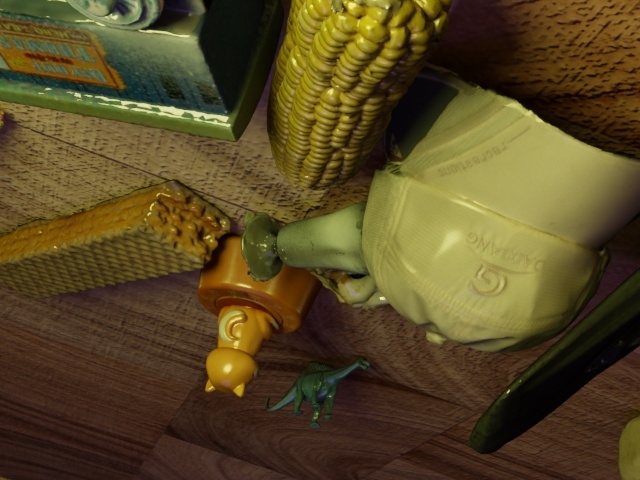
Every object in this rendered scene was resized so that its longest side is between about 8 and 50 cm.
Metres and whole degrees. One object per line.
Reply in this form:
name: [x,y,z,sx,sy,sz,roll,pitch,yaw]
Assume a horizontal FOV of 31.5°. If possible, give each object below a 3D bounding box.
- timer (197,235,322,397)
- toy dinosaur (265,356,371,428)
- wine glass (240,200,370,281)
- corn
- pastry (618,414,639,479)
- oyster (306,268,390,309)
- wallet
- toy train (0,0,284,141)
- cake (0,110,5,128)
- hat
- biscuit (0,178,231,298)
timer: [-0.079,0.091,1.178,0.132,0.152,0.132,14,155,6]
toy dinosaur: [-0.008,0.192,1.433,0.045,0.080,0.197,37,137,-26]
wine glass: [0.000,0.000,1.043,0.155,0.072,0.072,-5,148,40]
corn: [0.017,-0.111,0.764,0.101,0.101,0.292,17,157,-2]
pastry: [0.417,0.253,1.290,0.156,0.092,0.156,8,149,5]
oyster: [0.064,0.039,1.110,0.121,0.045,0.146,27,146,-16]
wallet: [0.219,0.075,0.883,0.052,0.245,0.168,49,164,17]
toy train: [-0.176,-0.166,0.727,0.299,0.131,0.202,12,156,15]
cake: [-0.408,-0.119,1.084,0.225,0.090,0.109,-24,134,29]
hat: [0.140,-0.011,0.836,0.232,0.161,0.275,18,152,-12]
biscuit: [-0.247,0.010,1.230,0.378,0.054,0.094,-11,144,45]
